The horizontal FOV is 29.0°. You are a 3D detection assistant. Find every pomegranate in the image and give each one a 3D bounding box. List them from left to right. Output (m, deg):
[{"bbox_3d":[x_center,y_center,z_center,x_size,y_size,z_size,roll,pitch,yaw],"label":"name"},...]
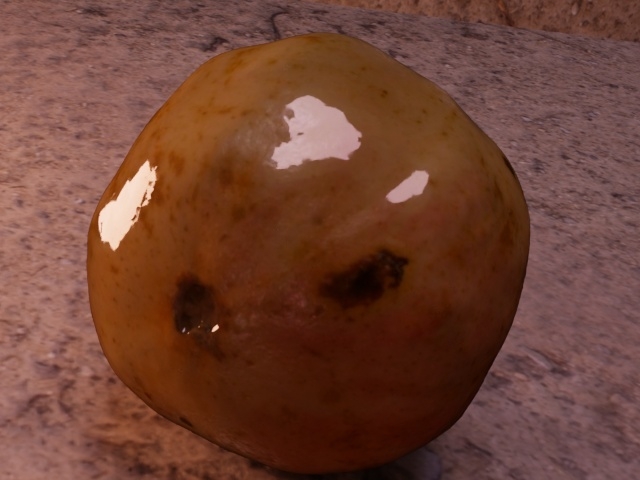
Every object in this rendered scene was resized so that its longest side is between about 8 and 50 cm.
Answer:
[{"bbox_3d":[0.000,0.000,0.936,0.342,0.342,0.342,9,24,-4],"label":"pomegranate"}]
